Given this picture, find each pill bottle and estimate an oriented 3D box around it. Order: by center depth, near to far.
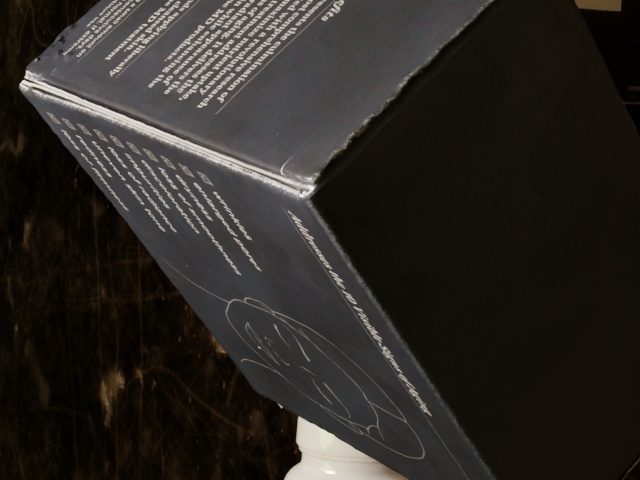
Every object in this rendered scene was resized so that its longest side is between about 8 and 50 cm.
[{"bbox_3d":[0.032,0.344,1.878,0.162,0.162,0.278,11,99,57],"label":"pill bottle"}]

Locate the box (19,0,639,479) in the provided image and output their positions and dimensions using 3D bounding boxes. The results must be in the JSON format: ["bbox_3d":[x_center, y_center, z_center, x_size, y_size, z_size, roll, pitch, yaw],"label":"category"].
[{"bbox_3d":[0.052,-0.028,1.485,0.472,0.297,0.480,26,156,51],"label":"box"}]

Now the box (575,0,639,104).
[{"bbox_3d":[0.182,-0.292,1.628,0.294,0.183,0.296,13,102,56],"label":"box"}]

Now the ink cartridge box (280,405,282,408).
[{"bbox_3d":[-0.063,0.118,2.121,0.209,0.062,0.109,46,127,47],"label":"ink cartridge box"}]
